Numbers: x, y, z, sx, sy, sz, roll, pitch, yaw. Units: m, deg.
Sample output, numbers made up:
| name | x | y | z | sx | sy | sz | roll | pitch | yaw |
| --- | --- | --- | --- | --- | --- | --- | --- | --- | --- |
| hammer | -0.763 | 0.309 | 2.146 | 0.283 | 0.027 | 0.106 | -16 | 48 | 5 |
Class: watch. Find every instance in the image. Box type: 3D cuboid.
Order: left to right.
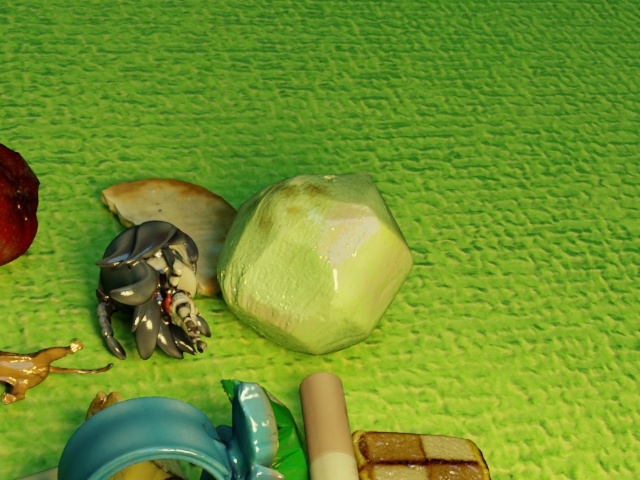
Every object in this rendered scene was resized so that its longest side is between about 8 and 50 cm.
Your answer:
| name | x | y | z | sx | sy | sz | roll | pitch | yaw |
| --- | --- | --- | --- | --- | --- | --- | --- | --- | --- |
| watch | -0.200 | 0.317 | 1.737 | 0.274 | 0.305 | 0.241 | 10 | 20 | -19 |

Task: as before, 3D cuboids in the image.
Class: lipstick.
| name | x | y | z | sx | sy | sz | roll | pitch | yaw |
| --- | --- | --- | --- | --- | --- | --- | --- | --- | --- |
| lipstick | 0.015 | 0.310 | 1.936 | 0.070 | 0.070 | 0.254 | 4 | 40 | -12 |

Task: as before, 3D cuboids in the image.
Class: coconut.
| name | x | y | z | sx | sy | sz | roll | pitch | yaw |
| --- | --- | --- | --- | --- | --- | --- | --- | --- | --- |
| coconut | -0.003 | 0.021 | 2.167 | 0.328 | 0.281 | 0.328 | -18 | 50 | 23 |

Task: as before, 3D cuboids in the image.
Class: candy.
| name | x | y | z | sx | sy | sz | roll | pitch | yaw |
| --- | --- | --- | --- | --- | --- | --- | --- | --- | --- |
| candy | -0.064 | 0.294 | 1.934 | 0.078 | 0.203 | 0.141 | -23 | 46 | 11 |

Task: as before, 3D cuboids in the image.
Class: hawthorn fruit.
| name | x | y | z | sx | sy | sz | roll | pitch | yaw |
| --- | --- | --- | --- | --- | --- | --- | --- | --- | --- |
| hawthorn fruit | -0.607 | -0.067 | 2.173 | 0.266 | 0.210 | 0.230 | 4 | 42 | 6 |

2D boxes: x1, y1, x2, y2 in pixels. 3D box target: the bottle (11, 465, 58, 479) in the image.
| name | x | y | z | sx | sy | sz | roll | pitch | yaw |
| --- | --- | --- | --- | --- | --- | --- | --- | --- | --- |
| bottle | -0.412 | 0.365 | 1.814 | 0.201 | 0.072 | 0.072 | -14 | 47 | -31 |

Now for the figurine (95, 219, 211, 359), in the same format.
| name | x | y | z | sx | sy | sz | roll | pitch | yaw |
| --- | --- | --- | --- | --- | --- | --- | --- | --- | --- |
| figurine | -0.270 | 0.084 | 2.124 | 0.197 | 0.175 | 0.265 | 6 | 32 | -3 |

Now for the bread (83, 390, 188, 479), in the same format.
| name | x | y | z | sx | sy | sz | roll | pitch | yaw |
| --- | --- | --- | --- | --- | --- | --- | --- | --- | --- |
| bread | -0.268 | 0.298 | 1.925 | 0.152 | 0.127 | 0.147 | 3 | 37 | -41 |

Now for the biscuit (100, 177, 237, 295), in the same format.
| name | x | y | z | sx | sy | sz | roll | pitch | yaw |
| --- | --- | --- | --- | --- | --- | --- | --- | --- | --- |
| biscuit | -0.237 | -0.019 | 2.354 | 0.204 | 0.040 | 0.309 | -24 | 53 | -38 |

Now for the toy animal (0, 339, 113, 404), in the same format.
| name | x | y | z | sx | sy | sz | roll | pitch | yaw |
| --- | --- | --- | --- | --- | --- | --- | --- | --- | --- |
| toy animal | -0.449 | 0.194 | 2.006 | 0.255 | 0.114 | 0.116 | 11 | -4 | -12 |

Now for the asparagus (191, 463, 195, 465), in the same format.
| name | x | y | z | sx | sy | sz | roll | pitch | yaw |
| --- | --- | --- | --- | --- | --- | --- | --- | --- | --- |
| asparagus | -0.137 | 0.334 | 1.981 | 0.127 | 0.015 | 0.018 | 4 | 39 | -13 |

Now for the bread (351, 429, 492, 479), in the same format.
| name | x | y | z | sx | sy | sz | roll | pitch | yaw |
| --- | --- | --- | --- | --- | --- | --- | --- | --- | --- |
| bread | 0.146 | 0.371 | 1.967 | 0.222 | 0.096 | 0.181 | 6 | 37 | -10 |
